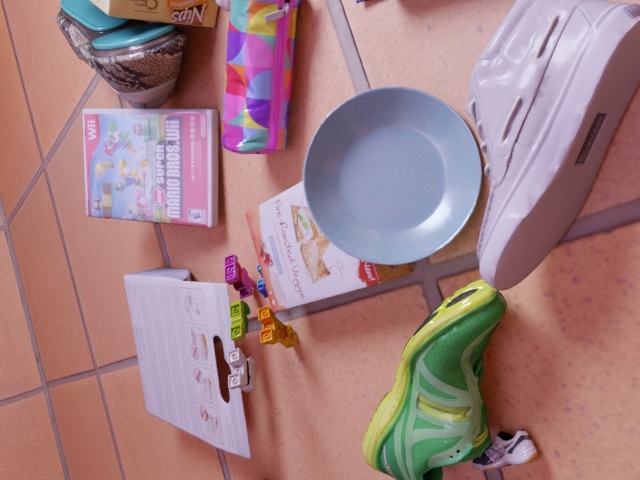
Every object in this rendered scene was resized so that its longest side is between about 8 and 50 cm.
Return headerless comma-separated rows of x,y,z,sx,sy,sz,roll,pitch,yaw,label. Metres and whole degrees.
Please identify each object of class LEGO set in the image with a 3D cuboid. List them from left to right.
-0.087,0.127,0.856,0.086,0.093,0.227,-21,51,15,LEGO set

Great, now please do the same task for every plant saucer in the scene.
0.078,-0.070,0.611,0.194,0.037,0.195,0,90,13,plant saucer

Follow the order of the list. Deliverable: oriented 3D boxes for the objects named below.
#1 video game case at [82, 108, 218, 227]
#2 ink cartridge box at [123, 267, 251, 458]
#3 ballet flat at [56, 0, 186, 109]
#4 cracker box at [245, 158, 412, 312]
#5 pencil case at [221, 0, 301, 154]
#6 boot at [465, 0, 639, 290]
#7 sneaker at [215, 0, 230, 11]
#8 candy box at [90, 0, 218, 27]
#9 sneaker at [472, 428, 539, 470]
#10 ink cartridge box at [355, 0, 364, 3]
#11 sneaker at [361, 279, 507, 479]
-0.312,-0.135,0.995,0.284,0.025,0.204,5,100,22,video game case
-0.239,0.213,1.057,0.384,0.091,0.309,-1,98,46,ink cartridge box
-0.363,-0.344,1.033,0.482,0.164,0.182,37,147,44,ballet flat
0.000,0.000,0.741,0.232,0.067,0.156,-23,82,48,cracker box
-0.084,-0.236,0.759,0.104,0.104,0.237,29,121,41,pencil case
0.184,-0.091,0.506,0.123,0.095,0.259,41,119,42,boot
-0.196,-0.452,0.800,0.106,0.123,0.290,120,132,-67,sneaker
-0.324,-0.454,0.913,0.316,0.182,0.088,42,127,34,candy box
0.200,0.230,0.602,0.083,0.031,0.037,-37,57,41,sneaker
0.126,-0.358,0.521,0.311,0.065,0.186,7,104,49,ink cartridge box
0.144,0.167,0.607,0.123,0.109,0.296,31,125,23,sneaker
